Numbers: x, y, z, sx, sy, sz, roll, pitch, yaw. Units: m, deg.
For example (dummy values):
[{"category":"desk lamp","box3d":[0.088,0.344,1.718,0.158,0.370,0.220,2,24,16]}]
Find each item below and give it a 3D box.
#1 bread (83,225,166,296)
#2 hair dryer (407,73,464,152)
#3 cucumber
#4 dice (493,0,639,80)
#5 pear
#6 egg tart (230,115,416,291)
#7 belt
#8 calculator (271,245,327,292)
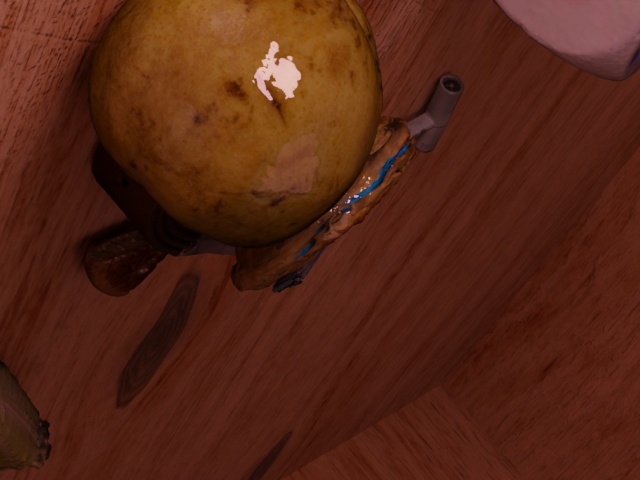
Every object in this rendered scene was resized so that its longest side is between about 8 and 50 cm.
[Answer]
[{"category":"bread","box3d":[-0.254,0.028,1.861,0.154,0.054,0.136,-22,154,-33]},{"category":"hair dryer","box3d":[0.129,-0.171,2.199,0.183,0.044,0.155,-26,156,-30]},{"category":"cucumber","box3d":[-0.454,0.224,1.857,0.145,0.105,0.325,-11,159,-3]},{"category":"dice","box3d":[0.347,-0.370,1.740,0.243,0.259,0.251,-56,166,31]},{"category":"pear","box3d":[-0.077,-0.150,1.420,0.304,0.304,0.304,-36,162,-14]},{"category":"egg tart","box3d":[-0.014,-0.057,1.642,0.291,0.107,0.291,-42,-172,8]},{"category":"belt","box3d":[-0.129,-0.085,1.734,0.217,0.122,0.339,-48,161,16]},{"category":"calculator","box3d":[0.000,0.000,1.706,0.057,0.018,0.172,-30,-162,47]}]
